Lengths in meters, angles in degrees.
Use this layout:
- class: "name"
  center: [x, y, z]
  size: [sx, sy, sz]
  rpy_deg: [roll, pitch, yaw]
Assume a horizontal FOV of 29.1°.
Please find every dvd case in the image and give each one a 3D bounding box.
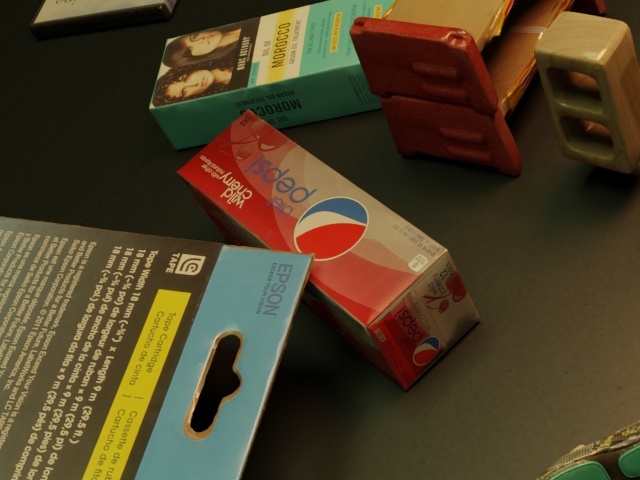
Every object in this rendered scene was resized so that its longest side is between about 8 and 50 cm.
- class: "dvd case"
  center: [-0.217, -0.335, 1.416]
  size: [0.180, 0.022, 0.253]
  rpy_deg: [-3, 51, 25]

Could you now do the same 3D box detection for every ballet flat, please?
- class: "ballet flat"
  center: [0.183, 0.142, 0.788]
  size: [0.114, 0.041, 0.041]
  rpy_deg: [-25, 45, 6]

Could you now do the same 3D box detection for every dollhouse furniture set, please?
- class: "dollhouse furniture set"
  center: [0.231, -0.152, 0.935]
  size: [0.374, 0.152, 0.201]
  rpy_deg: [16, 61, 34]

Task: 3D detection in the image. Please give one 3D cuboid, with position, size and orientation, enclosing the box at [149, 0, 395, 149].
- class: "box"
  center: [-0.031, -0.160, 1.139]
  size: [0.244, 0.060, 0.101]
  rpy_deg: [-10, 48, 20]

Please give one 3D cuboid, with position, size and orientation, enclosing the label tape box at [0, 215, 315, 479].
- class: "label tape box"
  center: [-0.186, 0.110, 0.887]
  size: [0.333, 0.106, 0.241]
  rpy_deg: [7, 53, 15]

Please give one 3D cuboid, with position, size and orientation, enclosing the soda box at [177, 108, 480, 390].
- class: "soda box"
  center: [0.000, 0.000, 0.961]
  size: [0.083, 0.092, 0.263]
  rpy_deg: [-43, 46, -10]
